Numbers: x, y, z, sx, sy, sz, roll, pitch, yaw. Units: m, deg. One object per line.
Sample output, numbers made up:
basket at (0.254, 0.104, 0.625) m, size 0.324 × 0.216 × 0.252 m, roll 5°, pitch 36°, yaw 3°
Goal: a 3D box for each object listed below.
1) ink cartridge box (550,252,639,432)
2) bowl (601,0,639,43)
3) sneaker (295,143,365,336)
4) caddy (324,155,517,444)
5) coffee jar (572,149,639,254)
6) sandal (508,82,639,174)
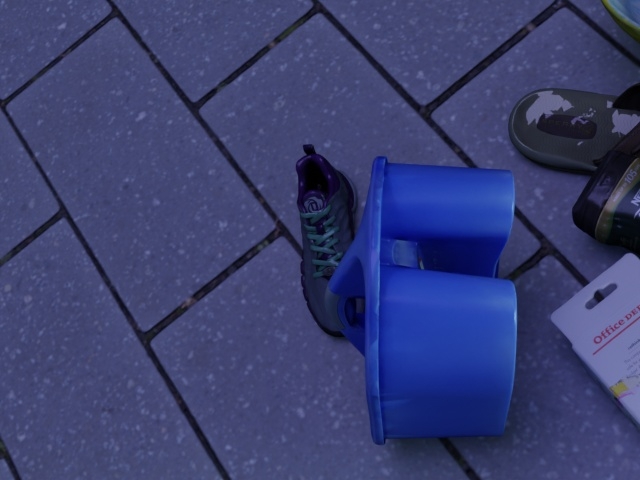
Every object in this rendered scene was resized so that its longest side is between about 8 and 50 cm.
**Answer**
ink cartridge box at (0.333, 0.120, 1.139) m, size 0.115 × 0.067 × 0.198 m, roll -38°, pitch 57°, yaw 2°
bowl at (0.447, -0.290, 1.250) m, size 0.289 × 0.156 × 0.289 m, roll -10°, pitch 61°, yaw 19°
sneaker at (0.000, 0.000, 1.333) m, size 0.083 × 0.098 × 0.223 m, roll -18°, pitch 58°, yaw 15°
caddy at (0.093, 0.065, 1.129) m, size 0.179 × 0.341 × 0.241 m, roll 2°, pitch 63°, yaw 6°
coffee jar at (0.355, -0.018, 1.179) m, size 0.184 × 0.079 × 0.096 m, roll 29°, pitch 79°, yaw 24°
sandal at (0.343, -0.120, 1.248) m, size 0.303 × 0.086 × 0.120 m, roll 6°, pitch 67°, yaw 27°
